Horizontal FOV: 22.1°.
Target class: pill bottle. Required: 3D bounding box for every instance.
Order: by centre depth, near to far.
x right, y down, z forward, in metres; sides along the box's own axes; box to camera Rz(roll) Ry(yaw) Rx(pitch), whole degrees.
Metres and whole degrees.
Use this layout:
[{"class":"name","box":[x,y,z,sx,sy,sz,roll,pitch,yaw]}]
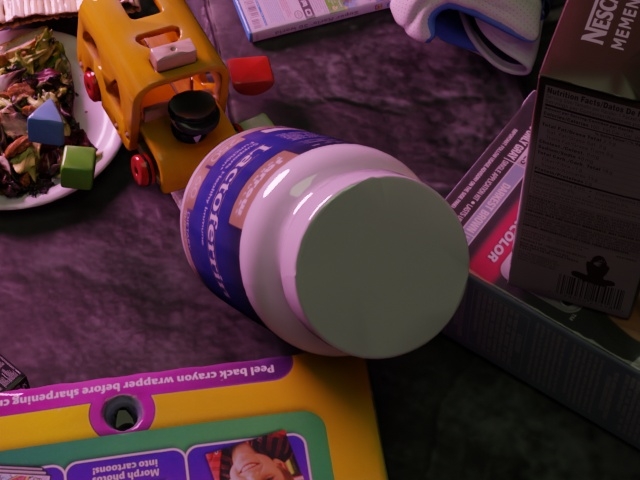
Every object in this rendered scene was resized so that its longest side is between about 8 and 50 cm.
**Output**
[{"class":"pill bottle","box":[0.000,0.000,1.200,0.153,0.153,0.265,-24,15,-15]}]

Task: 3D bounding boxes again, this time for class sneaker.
[{"class":"sneaker","box":[0.200,-0.257,1.485,0.323,0.130,0.236,-1,77,-20]}]

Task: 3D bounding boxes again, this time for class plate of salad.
[{"class":"plate of salad","box":[-0.264,-0.114,1.419,0.200,0.048,0.199,0,56,0]}]

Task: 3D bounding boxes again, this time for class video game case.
[{"class":"video game case","box":[-0.003,-0.250,1.526,0.166,0.015,0.119,-16,57,-9]}]

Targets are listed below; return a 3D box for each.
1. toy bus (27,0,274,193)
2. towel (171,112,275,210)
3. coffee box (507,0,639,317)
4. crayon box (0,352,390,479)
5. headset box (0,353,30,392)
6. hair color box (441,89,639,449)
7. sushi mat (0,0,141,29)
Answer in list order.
[{"class":"toy bus","box":[-0.126,-0.128,1.360,0.202,0.104,0.191,17,53,4]},{"class":"towel","box":[-0.063,-0.033,1.382,0.113,0.023,0.152,-20,56,-15]},{"class":"coffee box","box":[0.203,-0.075,1.132,0.098,0.246,0.141,16,58,11]},{"class":"crayon box","box":[-0.122,0.252,1.139,0.363,0.106,0.313,-7,58,-4]},{"class":"headset box","box":[-0.276,0.121,1.272,0.062,0.032,0.083,35,64,22]},{"class":"hair color box","box":[0.271,0.056,1.260,0.374,0.113,0.185,31,62,19]},{"class":"sushi mat","box":[-0.261,-0.315,1.552,0.151,0.019,0.316,-10,51,-4]}]
